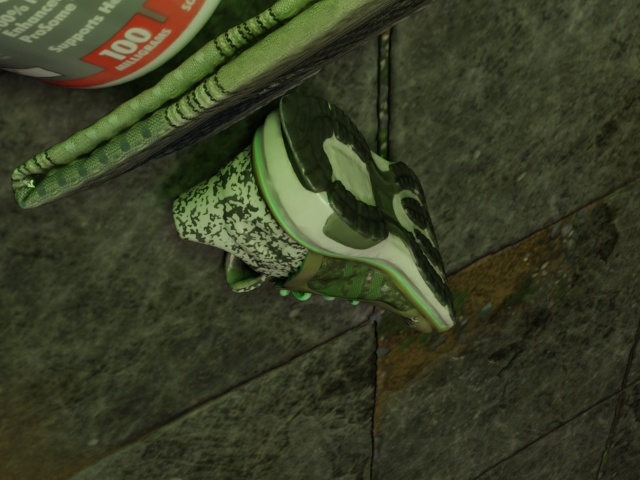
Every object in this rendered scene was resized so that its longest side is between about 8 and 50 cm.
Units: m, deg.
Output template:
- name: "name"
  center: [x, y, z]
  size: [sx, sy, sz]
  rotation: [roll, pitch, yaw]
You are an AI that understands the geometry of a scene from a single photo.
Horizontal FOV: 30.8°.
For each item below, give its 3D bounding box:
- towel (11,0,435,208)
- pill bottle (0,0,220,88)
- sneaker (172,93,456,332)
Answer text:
- name: "towel"
  center: [-0.021, -0.139, 0.779]
  size: [0.324, 0.056, 0.312]
  rotation: [-28, -175, 23]
- name: "pill bottle"
  center: [-0.213, -0.209, 0.563]
  size: [0.210, 0.210, 0.363]
  rotation: [-55, 152, 15]
- name: "sneaker"
  center: [0.000, 0.000, 1.113]
  size: [0.182, 0.158, 0.410]
  rotation: [-19, 151, 20]
